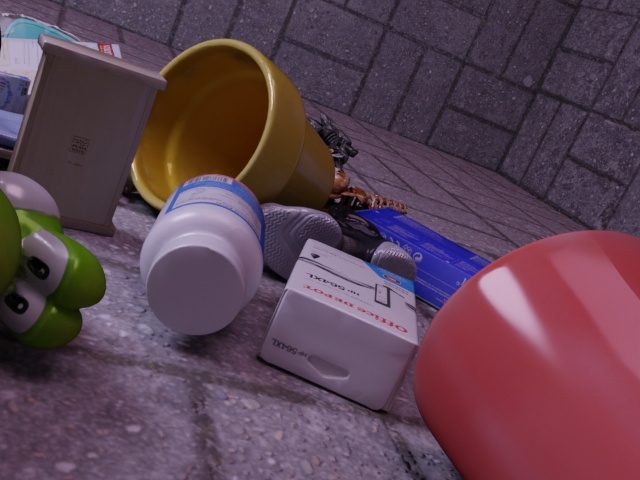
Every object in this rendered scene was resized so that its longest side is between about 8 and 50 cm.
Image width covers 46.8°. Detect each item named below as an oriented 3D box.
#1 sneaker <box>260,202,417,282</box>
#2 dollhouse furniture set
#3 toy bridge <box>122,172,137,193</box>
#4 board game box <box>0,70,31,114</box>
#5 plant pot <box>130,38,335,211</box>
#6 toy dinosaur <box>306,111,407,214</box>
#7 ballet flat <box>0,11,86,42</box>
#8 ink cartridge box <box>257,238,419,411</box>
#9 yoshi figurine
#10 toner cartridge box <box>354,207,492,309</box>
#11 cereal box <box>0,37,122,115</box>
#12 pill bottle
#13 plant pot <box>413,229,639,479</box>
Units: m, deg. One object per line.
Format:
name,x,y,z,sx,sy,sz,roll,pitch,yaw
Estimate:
sneaker,0.000,0.000,1.049,0.269,0.101,0.153,21,14,-30
dollhouse furniture set,-0.366,-0.176,0.910,0.286,0.198,0.303,14,18,-33
toy bridge,-0.246,-0.099,1.115,0.063,0.026,0.188,43,24,-1
board game box,-0.458,-0.192,1.025,0.020,0.090,0.090,32,17,35
plant pot,-0.106,-0.123,1.074,0.254,0.254,0.239,35,3,35
toy dinosaur,-0.004,-0.102,1.375,0.322,0.164,0.218,37,25,-20
ballet flat,-0.558,-0.323,1.267,0.409,0.147,0.147,19,16,-17
ink cartridge box,0.026,0.084,0.822,0.148,0.086,0.203,23,15,-1
yoshi figurine,-0.331,-0.045,0.575,0.362,0.203,0.203,31,35,20
toner cartridge box,0.211,0.058,1.197,0.348,0.075,0.165,30,16,22
cereal box,-0.430,-0.257,1.161,0.240,0.047,0.173,-1,42,-21
pill bottle,-0.121,0.013,0.778,0.124,0.124,0.221,21,17,-9
plant pot,0.237,0.166,0.585,0.275,0.275,0.243,16,27,-24
